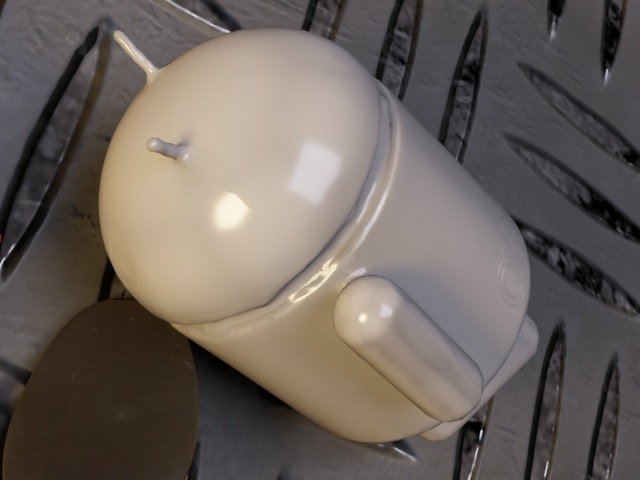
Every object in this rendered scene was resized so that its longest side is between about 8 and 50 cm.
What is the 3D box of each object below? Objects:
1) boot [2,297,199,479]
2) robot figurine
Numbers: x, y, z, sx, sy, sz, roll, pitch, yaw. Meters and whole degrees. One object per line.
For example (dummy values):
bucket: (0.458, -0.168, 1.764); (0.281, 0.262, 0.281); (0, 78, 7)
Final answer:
boot: (-0.132, 0.180, 0.697); (0.112, 0.115, 0.305); (2, 56, -3)
robot figurine: (0.000, 0.000, 0.749); (0.200, 0.300, 0.353); (-48, 129, 3)
